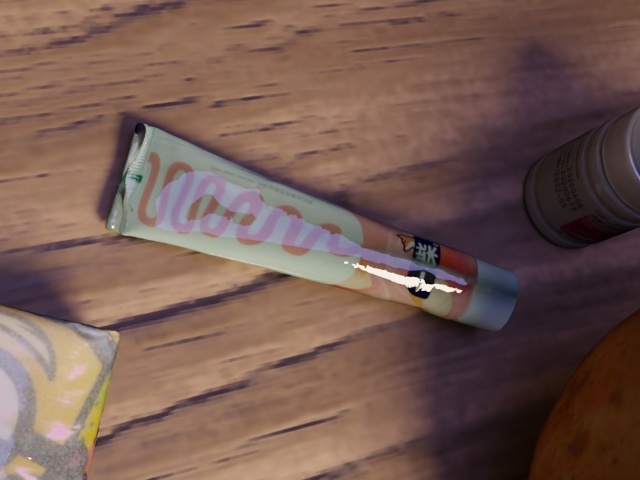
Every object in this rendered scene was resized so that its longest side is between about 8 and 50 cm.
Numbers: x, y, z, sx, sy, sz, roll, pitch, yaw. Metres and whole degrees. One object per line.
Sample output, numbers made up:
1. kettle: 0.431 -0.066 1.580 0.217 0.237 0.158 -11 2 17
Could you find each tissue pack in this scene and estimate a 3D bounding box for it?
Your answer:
1. tissue pack: -0.149 0.095 0.438 0.109 0.060 0.148 17 69 -18

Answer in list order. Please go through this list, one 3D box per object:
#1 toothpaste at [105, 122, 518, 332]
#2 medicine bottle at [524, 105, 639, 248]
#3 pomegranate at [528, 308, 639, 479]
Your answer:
1. toothpaste: 0.000 0.000 0.544 0.205 0.036 0.056 18 71 -14
2. medicine bottle: 0.157 -0.033 0.588 0.058 0.091 0.058 6 74 -22
3. pomegranate: 0.231 0.135 0.481 0.281 0.281 0.281 6 74 -22
